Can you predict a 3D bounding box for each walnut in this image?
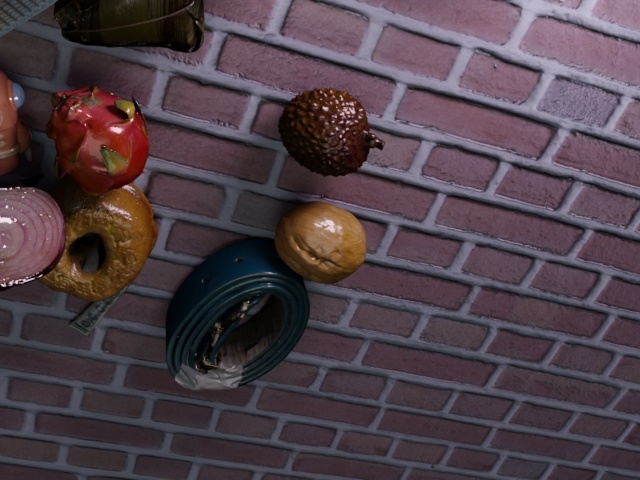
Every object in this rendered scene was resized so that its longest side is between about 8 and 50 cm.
[{"bbox_3d":[0.000,0.000,2.050,0.221,0.195,0.195,30,119,-18],"label":"walnut"}]

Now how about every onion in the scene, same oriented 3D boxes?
[{"bbox_3d":[-0.684,-0.010,1.798,0.230,0.273,0.256,-3,160,43],"label":"onion"}]

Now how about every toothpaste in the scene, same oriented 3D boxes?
[{"bbox_3d":[-0.559,0.166,2.199,0.062,0.039,0.239,34,119,-23],"label":"toothpaste"}]

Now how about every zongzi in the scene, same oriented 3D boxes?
[{"bbox_3d":[-0.366,-0.501,1.610,0.289,0.154,0.318,-1,142,-5],"label":"zongzi"}]

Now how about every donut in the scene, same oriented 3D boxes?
[{"bbox_3d":[-0.533,-0.004,2.003,0.299,0.150,0.317,-2,128,-1],"label":"donut"}]

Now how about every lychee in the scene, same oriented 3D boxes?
[{"bbox_3d":[0.026,-0.234,1.869,0.238,0.200,0.200,11,129,13],"label":"lychee"}]

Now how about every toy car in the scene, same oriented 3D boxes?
[{"bbox_3d":[-0.714,-0.251,1.783,0.212,0.181,0.271,-9,129,-13],"label":"toy car"}]

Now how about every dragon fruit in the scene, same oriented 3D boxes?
[{"bbox_3d":[-0.468,-0.217,1.803,0.224,0.224,0.227,-10,122,1],"label":"dragon fruit"}]

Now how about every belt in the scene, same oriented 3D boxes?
[{"bbox_3d":[-0.213,0.200,2.182,0.300,0.173,0.436,29,119,-29],"label":"belt"}]

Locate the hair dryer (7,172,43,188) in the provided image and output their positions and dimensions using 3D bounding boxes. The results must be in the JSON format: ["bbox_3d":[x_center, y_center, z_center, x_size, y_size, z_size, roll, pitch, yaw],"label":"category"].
[{"bbox_3d":[-0.763,-0.043,1.946,0.344,0.189,0.107,-39,121,4],"label":"hair dryer"}]

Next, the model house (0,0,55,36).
[{"bbox_3d":[-0.556,-0.510,1.569,0.224,0.215,0.198,-27,127,14],"label":"model house"}]
